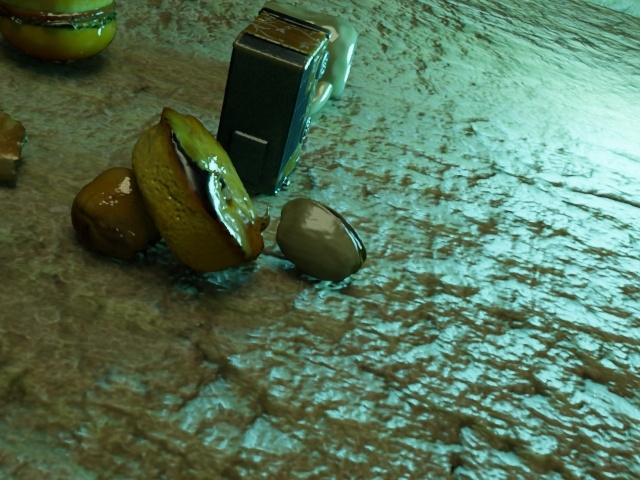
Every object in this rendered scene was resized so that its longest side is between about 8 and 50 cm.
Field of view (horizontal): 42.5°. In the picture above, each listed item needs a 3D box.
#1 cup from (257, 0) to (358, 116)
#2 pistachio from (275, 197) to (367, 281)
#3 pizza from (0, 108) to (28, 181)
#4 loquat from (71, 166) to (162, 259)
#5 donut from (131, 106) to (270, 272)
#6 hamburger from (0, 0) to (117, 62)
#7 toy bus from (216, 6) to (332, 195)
[{"bbox_3d":[-0.043,-0.371,1.681,0.202,0.173,0.255,16,34,1],"label":"cup"},{"bbox_3d":[0.000,0.000,1.251,0.149,0.113,0.113,27,36,6],"label":"pistachio"},{"bbox_3d":[-0.535,-0.160,1.292,0.182,0.062,0.161,12,42,0],"label":"pizza"},{"bbox_3d":[-0.287,-0.037,1.183,0.137,0.113,0.137,4,68,-11],"label":"loquat"},{"bbox_3d":[-0.170,-0.071,1.180,0.118,0.253,0.253,-24,36,12],"label":"donut"},{"bbox_3d":[-0.504,-0.433,1.575,0.246,0.169,0.246,4,28,-2],"label":"hamburger"},{"bbox_3d":[-0.087,-0.222,1.375,0.139,0.275,0.167,21,38,5],"label":"toy bus"}]
